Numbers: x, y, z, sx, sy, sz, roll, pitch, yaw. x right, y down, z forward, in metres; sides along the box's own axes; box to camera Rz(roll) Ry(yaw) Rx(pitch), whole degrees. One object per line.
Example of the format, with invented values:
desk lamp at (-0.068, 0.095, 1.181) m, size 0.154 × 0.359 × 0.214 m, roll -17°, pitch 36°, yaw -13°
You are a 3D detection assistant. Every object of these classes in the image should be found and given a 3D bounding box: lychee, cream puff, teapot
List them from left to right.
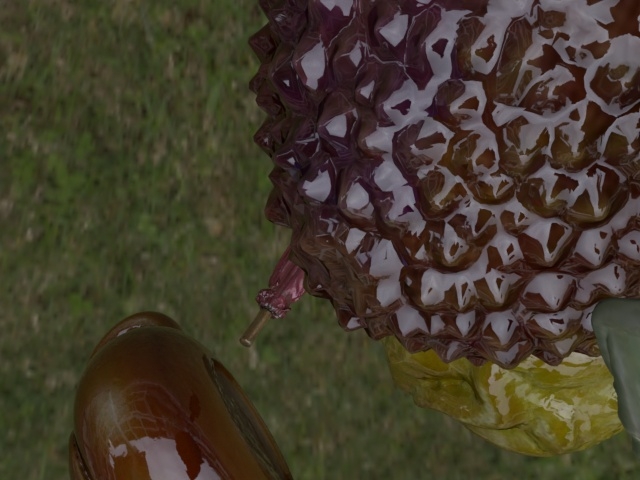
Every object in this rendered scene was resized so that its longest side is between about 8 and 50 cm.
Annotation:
teapot at (-0.102, 0.132, 1.094) m, size 0.135 × 0.252 × 0.178 m, roll -29°, pitch 129°, yaw 0°
cream puff at (0.163, 0.070, 1.479) m, size 0.323 × 0.274 × 0.269 m, roll 27°, pitch 127°, yaw 6°
lychee at (0.089, -0.073, 0.689) m, size 0.271 × 0.271 × 0.271 m, roll -1°, pitch 121°, yaw -2°

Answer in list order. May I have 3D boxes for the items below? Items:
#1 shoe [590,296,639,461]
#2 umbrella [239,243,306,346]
shoe at (0.158, -0.014, 0.475) m, size 0.109 × 0.293 × 0.149 m, roll -8°, pitch 120°, yaw 35°
umbrella at (0.000, 0.000, 1.031) m, size 0.027 × 0.165 × 0.025 m, roll -1°, pitch 135°, yaw 49°
